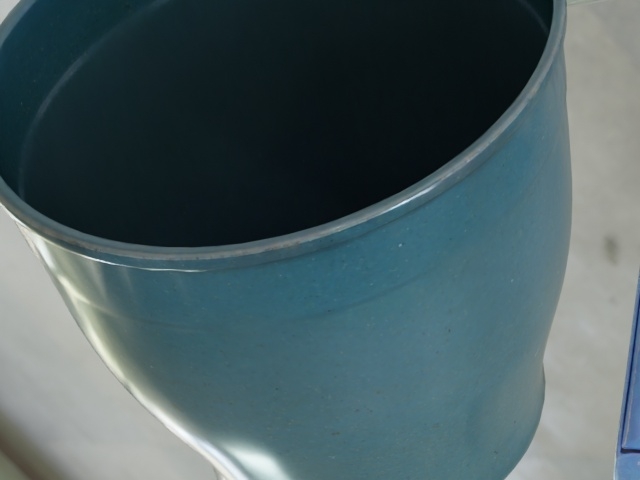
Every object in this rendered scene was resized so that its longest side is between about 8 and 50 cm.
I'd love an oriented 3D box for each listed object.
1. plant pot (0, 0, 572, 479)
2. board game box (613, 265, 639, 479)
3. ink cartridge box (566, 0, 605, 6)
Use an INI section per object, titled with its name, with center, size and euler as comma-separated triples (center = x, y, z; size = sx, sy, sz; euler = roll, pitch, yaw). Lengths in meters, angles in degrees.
[plant pot]
center = 0.000, 0.000, 0.960
size = 0.272, 0.272, 0.255
euler = 27, 148, 37
[board game box]
center = 0.203, 0.010, 0.600
size = 0.212, 0.160, 0.039
euler = 7, 154, 10
[ink cartridge box]
center = 0.183, -0.209, 1.055
size = 0.087, 0.208, 0.153
euler = -10, 90, 65
